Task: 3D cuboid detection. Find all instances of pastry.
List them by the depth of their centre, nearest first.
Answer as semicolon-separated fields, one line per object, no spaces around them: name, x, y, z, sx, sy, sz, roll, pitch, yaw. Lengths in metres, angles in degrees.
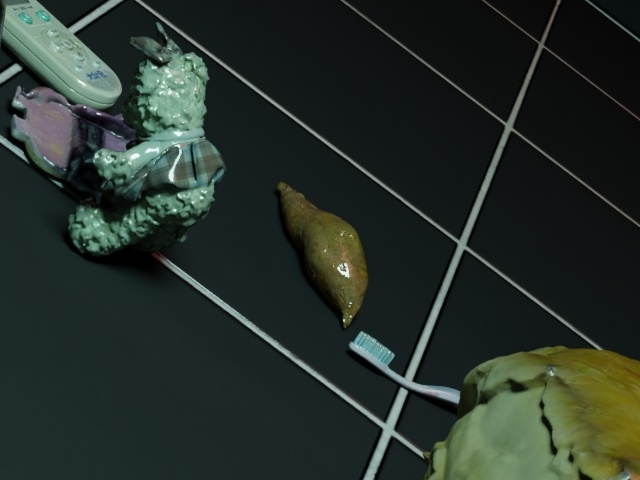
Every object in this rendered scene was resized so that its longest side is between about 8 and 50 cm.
pastry;0.254;0.269;1.416;0.409;0.245;0.409;34;22;-16

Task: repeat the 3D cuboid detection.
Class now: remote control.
remote control;-0.293;-0.208;1.762;0.221;0.042;0.078;41;25;10

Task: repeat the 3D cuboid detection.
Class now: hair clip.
hair clip;-0.226;-0.089;1.643;0.146;0.056;0.187;25;18;-24

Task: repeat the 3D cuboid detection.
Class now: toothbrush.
toothbrush;0.140;0.164;1.721;0.269;0.027;0.021;32;12;-18

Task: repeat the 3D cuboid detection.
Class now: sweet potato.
sweet potato;0.004;-0.004;1.783;0.068;0.068;0.226;18;30;-37

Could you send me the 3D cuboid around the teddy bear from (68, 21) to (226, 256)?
teddy bear;-0.137;-0.072;1.518;0.111;0.213;0.133;26;21;28

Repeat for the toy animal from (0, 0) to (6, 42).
toy animal;-0.370;-0.333;1.582;0.284;0.302;0.225;17;28;-29
